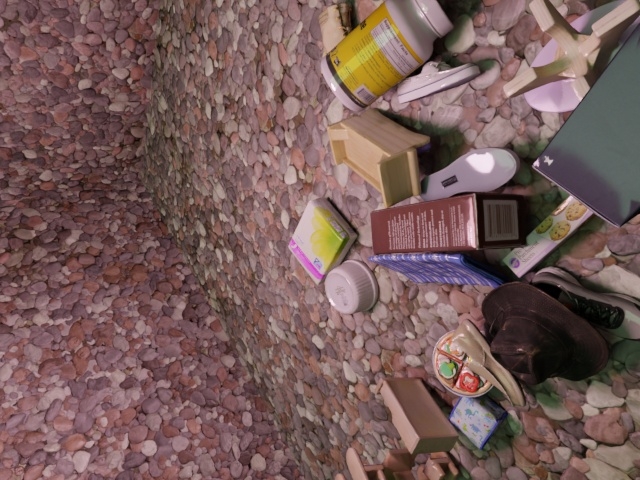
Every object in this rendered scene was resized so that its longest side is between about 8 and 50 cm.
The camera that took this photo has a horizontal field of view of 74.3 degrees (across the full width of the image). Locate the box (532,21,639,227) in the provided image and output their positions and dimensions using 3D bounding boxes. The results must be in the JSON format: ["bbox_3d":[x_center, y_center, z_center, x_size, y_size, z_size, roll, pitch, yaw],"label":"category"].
[{"bbox_3d":[0.589,-0.228,0.699,0.179,0.313,0.343,49,137,28],"label":"box"}]

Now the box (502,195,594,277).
[{"bbox_3d":[0.569,-0.035,0.999,0.067,0.063,0.324,55,139,25],"label":"box"}]

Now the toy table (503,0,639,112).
[{"bbox_3d":[0.517,-0.367,0.852,0.274,0.161,0.252,-48,63,46],"label":"toy table"}]

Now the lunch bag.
[{"bbox_3d":[0.481,0.553,1.310,0.129,0.096,0.151,38,121,37],"label":"lunch bag"}]

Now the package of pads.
[{"bbox_3d":[0.000,0.000,1.691,0.229,0.101,0.296,51,137,23],"label":"package of pads"}]

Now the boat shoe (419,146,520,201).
[{"bbox_3d":[0.402,-0.171,1.124,0.306,0.105,0.113,-29,85,58],"label":"boat shoe"}]

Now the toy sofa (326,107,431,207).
[{"bbox_3d":[0.177,-0.263,1.286,0.362,0.177,0.150,51,162,50],"label":"toy sofa"}]

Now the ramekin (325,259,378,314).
[{"bbox_3d":[0.110,0.184,1.616,0.207,0.109,0.207,22,120,45],"label":"ramekin"}]

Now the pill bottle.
[{"bbox_3d":[0.178,-0.522,1.146,0.334,0.188,0.187,-32,78,30],"label":"pill bottle"}]

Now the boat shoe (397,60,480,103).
[{"bbox_3d":[0.305,-0.443,1.145,0.258,0.095,0.084,-2,106,50],"label":"boat shoe"}]

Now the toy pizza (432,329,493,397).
[{"bbox_3d":[0.435,0.372,1.282,0.201,0.032,0.201,-7,77,35],"label":"toy pizza"}]

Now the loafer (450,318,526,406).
[{"bbox_3d":[0.469,0.352,1.193,0.092,0.102,0.268,-39,65,13],"label":"loafer"}]

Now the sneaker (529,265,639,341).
[{"bbox_3d":[0.617,0.155,0.979,0.271,0.108,0.100,29,122,40],"label":"sneaker"}]

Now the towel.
[{"bbox_3d":[0.334,0.089,1.216,0.336,0.243,0.040,-4,67,53],"label":"towel"}]

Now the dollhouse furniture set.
[{"bbox_3d":[0.263,0.707,1.449,0.256,0.362,0.394,-123,46,-57],"label":"dollhouse furniture set"}]

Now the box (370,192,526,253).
[{"bbox_3d":[0.326,-0.036,1.148,0.381,0.191,0.143,-3,90,59],"label":"box"}]

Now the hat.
[{"bbox_3d":[0.511,0.264,1.048,0.331,0.134,0.331,42,157,23],"label":"hat"}]

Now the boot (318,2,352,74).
[{"bbox_3d":[0.091,-0.647,1.339,0.262,0.095,0.203,13,112,51],"label":"boot"}]
